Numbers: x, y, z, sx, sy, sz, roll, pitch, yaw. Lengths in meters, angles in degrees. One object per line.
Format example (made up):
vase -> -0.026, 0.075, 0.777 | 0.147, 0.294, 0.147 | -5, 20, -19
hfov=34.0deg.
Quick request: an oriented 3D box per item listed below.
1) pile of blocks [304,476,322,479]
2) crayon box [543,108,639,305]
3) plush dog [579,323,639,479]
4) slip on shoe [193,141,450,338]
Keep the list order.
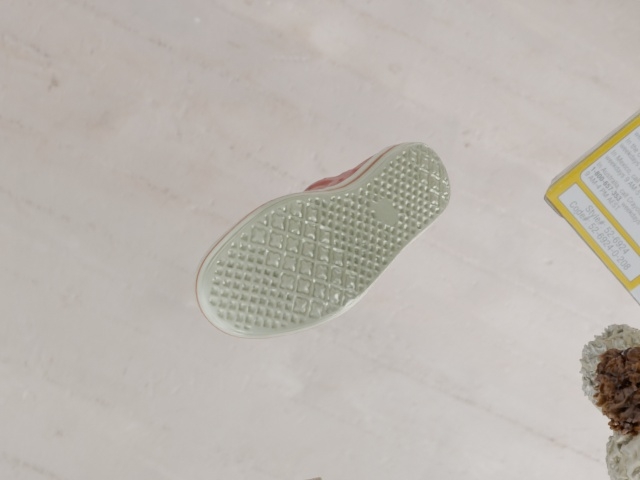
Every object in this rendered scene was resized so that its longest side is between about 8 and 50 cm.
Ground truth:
pile of blocks -> -0.098, 0.358, 0.925 | 0.149, 0.113, 0.362 | 57, 36, -17
crayon box -> 0.334, -0.060, 0.660 | 0.203, 0.323, 0.083 | 50, 20, 3
plush dog -> 0.322, 0.189, 0.885 | 0.225, 0.211, 0.262 | -9, 79, -52
slip on shoe -> 0.000, 0.000, 0.989 | 0.331, 0.101, 0.123 | -35, 101, -44
